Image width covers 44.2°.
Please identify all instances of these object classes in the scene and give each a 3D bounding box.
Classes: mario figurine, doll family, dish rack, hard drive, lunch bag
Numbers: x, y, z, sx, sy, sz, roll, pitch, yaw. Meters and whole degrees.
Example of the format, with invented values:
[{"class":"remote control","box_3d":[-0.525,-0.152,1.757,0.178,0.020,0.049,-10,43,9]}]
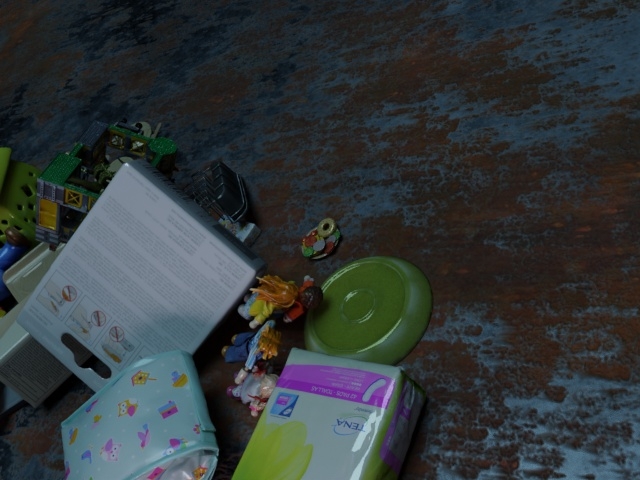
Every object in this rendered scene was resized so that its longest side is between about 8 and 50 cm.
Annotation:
[{"class":"mario figurine","box_3d":[-0.785,0.118,1.821,0.198,0.170,0.320,27,71,44]},{"class":"doll family","box_3d":[-0.096,0.149,1.305,0.163,0.118,0.263,-19,41,57]},{"class":"dish rack","box_3d":[-0.284,-0.046,1.659,0.271,0.074,0.208,-37,27,8]},{"class":"hard drive","box_3d":[-0.634,0.310,1.655,0.135,0.022,0.094,-34,42,6]},{"class":"lunch bag","box_3d":[-0.284,0.330,1.294,0.262,0.160,0.223,-38,41,10]}]

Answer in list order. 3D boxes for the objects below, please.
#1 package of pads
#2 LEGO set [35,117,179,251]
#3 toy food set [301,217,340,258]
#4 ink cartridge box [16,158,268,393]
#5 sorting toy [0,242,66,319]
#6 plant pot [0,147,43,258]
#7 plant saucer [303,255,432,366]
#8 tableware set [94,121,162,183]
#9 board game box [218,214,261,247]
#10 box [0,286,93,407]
[{"class":"package of pads","box_3d":[0.007,0.313,1.146,0.229,0.101,0.296,4,58,39]},{"class":"LEGO set","box_3d":[-0.445,-0.089,1.643,0.255,0.192,0.331,13,40,-7]},{"class":"toy food set","box_3d":[0.000,0.000,1.480,0.083,0.020,0.082,-28,43,11]},{"class":"ink cartridge box","box_3d":[-0.329,0.094,1.442,0.385,0.308,0.091,-51,-5,14]},{"class":"sorting toy","box_3d":[-0.609,0.117,1.748,0.307,0.041,0.229,-41,56,-12]},{"class":"plant pot","box_3d":[-0.822,-0.086,1.993,0.227,0.207,0.228,-22,46,17]},{"class":"plant saucer","box_3d":[0.069,0.116,1.320,0.241,0.037,0.241,-19,45,21]},{"class":"tableware set","box_3d":[-0.477,-0.212,1.987,0.128,0.039,0.194,7,64,25]},{"class":"board game box","box_3d":[-0.202,0.024,1.596,0.103,0.026,0.154,16,65,42]},{"class":"box","box_3d":[-0.518,0.164,1.590,0.311,0.148,0.121,-44,40,-16]}]
